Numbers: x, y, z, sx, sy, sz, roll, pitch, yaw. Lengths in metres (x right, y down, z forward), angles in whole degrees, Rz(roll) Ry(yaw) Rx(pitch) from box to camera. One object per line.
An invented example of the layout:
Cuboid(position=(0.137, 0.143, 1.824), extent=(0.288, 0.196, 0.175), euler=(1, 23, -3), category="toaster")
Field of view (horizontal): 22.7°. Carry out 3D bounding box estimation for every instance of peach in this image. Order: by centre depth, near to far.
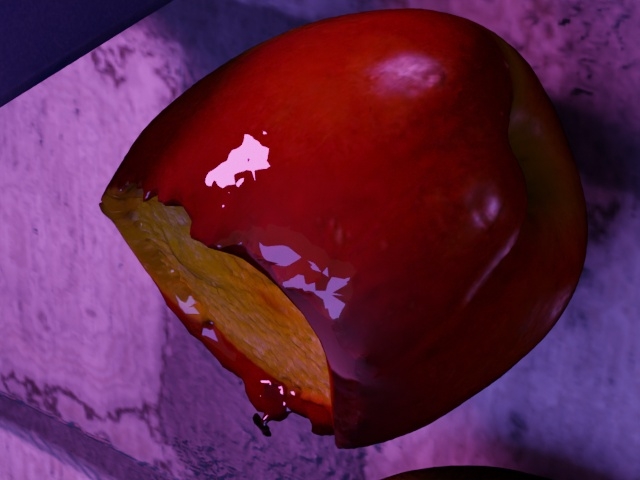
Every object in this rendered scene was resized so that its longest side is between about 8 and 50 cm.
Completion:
Cuboid(position=(0.000, 0.000, 0.707), extent=(0.226, 0.190, 0.196), euler=(-22, 65, 28), category="peach")

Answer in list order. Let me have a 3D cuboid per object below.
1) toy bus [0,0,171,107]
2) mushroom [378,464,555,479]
Cuboid(position=(-0.138, -0.142, 0.722), extent=(0.133, 0.234, 0.116), euler=(4, 118, 29), category="toy bus")
Cuboid(position=(0.090, 0.254, 0.821), extent=(0.297, 0.163, 0.278), euler=(10, 121, 33), category="mushroom")
